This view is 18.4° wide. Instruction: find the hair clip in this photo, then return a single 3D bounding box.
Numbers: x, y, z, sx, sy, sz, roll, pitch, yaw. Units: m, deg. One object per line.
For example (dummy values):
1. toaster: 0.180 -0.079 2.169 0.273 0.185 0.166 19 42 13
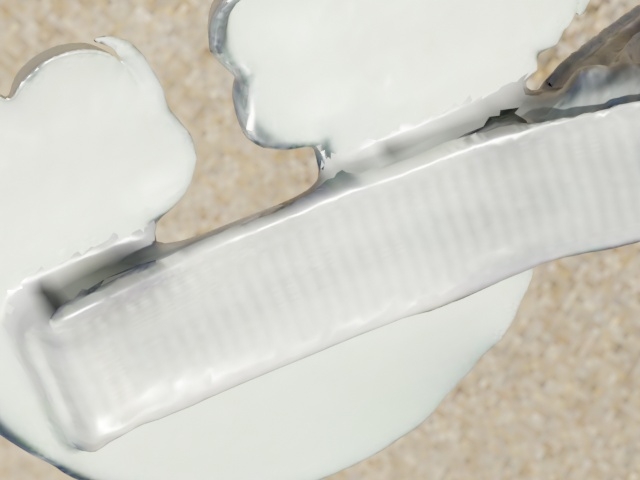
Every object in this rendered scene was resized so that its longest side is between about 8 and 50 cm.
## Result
1. hair clip: 0.000 0.000 0.472 0.054 0.220 0.140 -118 9 -55
